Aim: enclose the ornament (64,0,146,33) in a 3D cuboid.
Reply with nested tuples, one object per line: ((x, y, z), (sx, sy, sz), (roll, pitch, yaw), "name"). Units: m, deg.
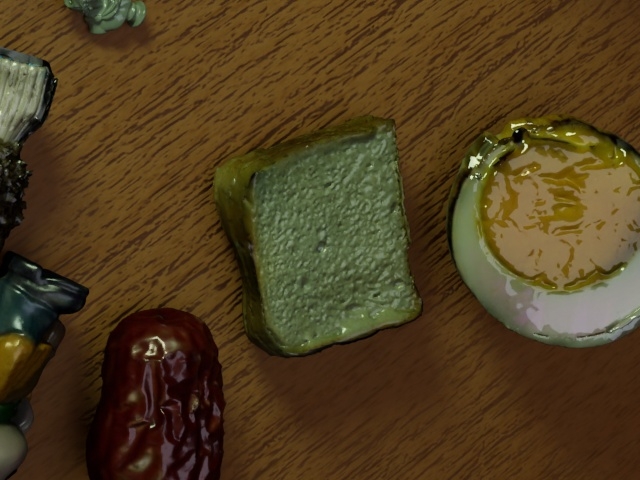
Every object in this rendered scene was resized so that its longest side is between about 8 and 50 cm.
((-0.230, -0.251, 1.885), (0.092, 0.041, 0.068), (-18, 119, -35), "ornament")

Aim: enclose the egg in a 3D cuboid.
((0.281, -0.015, 2.179), (0.286, 0.174, 0.264), (23, 92, -8), "egg")

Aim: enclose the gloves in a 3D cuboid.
((-0.394, -0.056, 1.793), (0.210, 0.135, 0.312), (7, 103, -36), "gloves")

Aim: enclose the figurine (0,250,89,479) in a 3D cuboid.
((-0.374, 0.171, 1.855), (0.204, 0.185, 0.332), (11, 91, -16), "figurine")

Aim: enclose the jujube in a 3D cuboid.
((-0.181, 0.193, 1.981), (0.155, 0.155, 0.230), (-1, 98, -30), "jujube")

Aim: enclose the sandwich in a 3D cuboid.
((0.000, 0.000, 2.061), (0.226, 0.087, 0.251), (-21, 111, -25), "sandwich")
